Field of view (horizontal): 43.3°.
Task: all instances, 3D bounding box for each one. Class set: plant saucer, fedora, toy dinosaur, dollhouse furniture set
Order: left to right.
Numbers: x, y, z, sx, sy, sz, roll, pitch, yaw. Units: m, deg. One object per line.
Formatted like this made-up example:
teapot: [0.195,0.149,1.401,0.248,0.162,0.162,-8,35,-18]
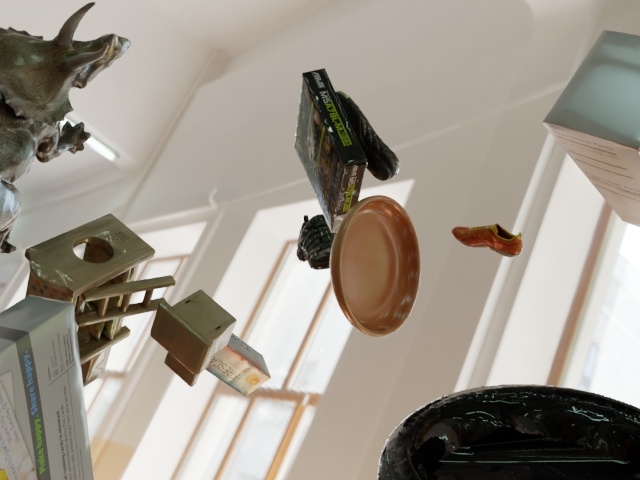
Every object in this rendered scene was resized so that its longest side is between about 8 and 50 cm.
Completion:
toy dinosaur: [-0.287,-0.065,0.695,0.121,0.314,0.160,32,-4,2]
dollhouse furniture set: [-0.181,0.105,0.694,0.161,0.101,0.182,37,-53,17]
plant saucer: [0.075,0.036,1.141,0.037,0.200,0.200,-1,-34,40]
fedora: [0.223,0.277,0.802,0.334,0.334,0.153,12,-64,29]

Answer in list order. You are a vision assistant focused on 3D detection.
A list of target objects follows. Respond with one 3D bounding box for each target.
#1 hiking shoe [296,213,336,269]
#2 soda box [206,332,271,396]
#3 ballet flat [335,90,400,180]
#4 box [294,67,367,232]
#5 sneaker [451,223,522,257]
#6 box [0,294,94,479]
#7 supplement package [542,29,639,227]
hiking shoe: [0.000,0.000,1.825,0.086,0.114,0.227,-8,11,-25]
soda box: [-0.162,0.192,1.358,0.183,0.063,0.058,46,11,-43]
ballet flat: [0.070,-0.173,1.337,0.057,0.049,0.173,-26,-77,39]
box: [0.011,-0.137,1.263,0.045,0.184,0.191,-13,-29,-13]
sneaker: [0.381,-0.014,1.839,0.175,0.064,0.068,13,-62,32]
box: [-0.202,0.134,0.459,0.038,0.186,0.145,7,-69,18]
supplement package: [0.398,-0.114,0.952,0.244,0.139,0.134,37,-4,-40]
